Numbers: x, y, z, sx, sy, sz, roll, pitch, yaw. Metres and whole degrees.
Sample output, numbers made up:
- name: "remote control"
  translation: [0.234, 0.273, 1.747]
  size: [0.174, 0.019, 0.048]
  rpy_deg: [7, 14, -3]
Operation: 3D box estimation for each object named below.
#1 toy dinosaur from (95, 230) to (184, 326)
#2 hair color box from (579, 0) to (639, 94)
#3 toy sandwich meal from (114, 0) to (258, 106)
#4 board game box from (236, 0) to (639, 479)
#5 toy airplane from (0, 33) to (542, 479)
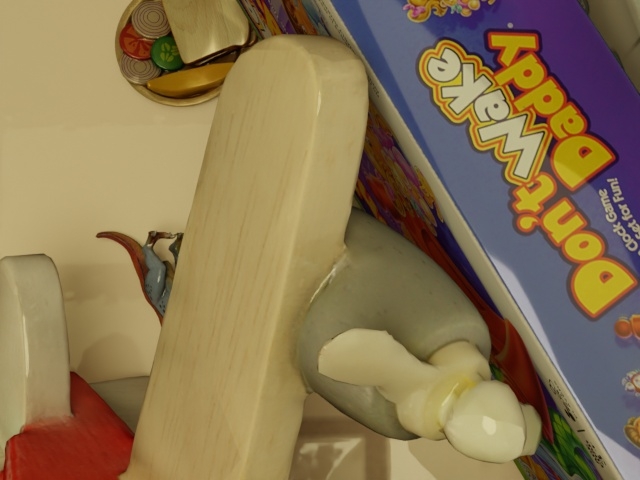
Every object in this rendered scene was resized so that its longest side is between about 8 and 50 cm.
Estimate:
- name: "toy dinosaur"
  translation: [-0.078, 0.036, 0.670]
  size: [0.090, 0.047, 0.082]
  rpy_deg: [1, 88, 35]
- name: "hair color box"
  translation: [0.166, -0.145, 0.612]
  size: [0.113, 0.185, 0.374]
  rpy_deg: [-18, 80, -3]
- name: "toy sandwich meal"
  translation: [-0.077, -0.116, 0.690]
  size: [0.085, 0.029, 0.086]
  rpy_deg: [0, 80, 1]
- name: "board game box"
  translation: [0.066, -0.032, 0.526]
  size: [0.078, 0.233, 0.347]
  rpy_deg: [-30, 80, -4]
- name: "toy airplane"
  translation: [-0.044, 0.164, 0.502]
  size: [0.272, 0.386, 0.384]
  rpy_deg: [5, 68, -16]
